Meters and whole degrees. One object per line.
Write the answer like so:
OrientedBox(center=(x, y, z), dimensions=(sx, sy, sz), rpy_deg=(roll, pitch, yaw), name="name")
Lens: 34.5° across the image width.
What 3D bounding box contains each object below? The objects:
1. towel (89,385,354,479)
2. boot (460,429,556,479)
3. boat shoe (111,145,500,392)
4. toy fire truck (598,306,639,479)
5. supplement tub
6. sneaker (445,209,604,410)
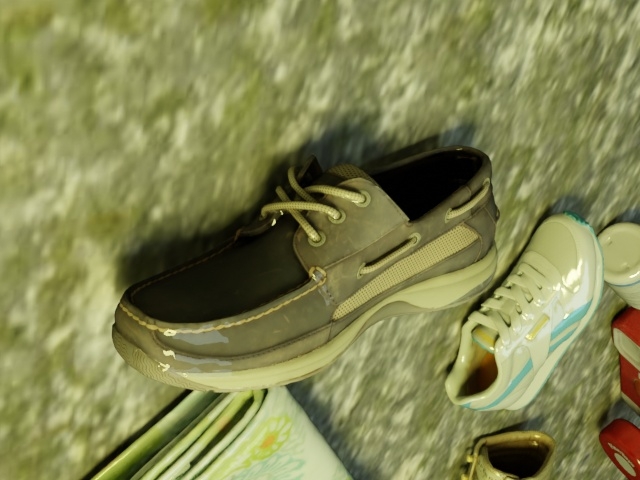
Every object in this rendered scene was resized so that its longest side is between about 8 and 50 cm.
OrientedBox(center=(-0.102, 0.299, 0.923), dimensions=(0.320, 0.090, 0.374), rpy_deg=(-40, 140, -9), name="towel")
OrientedBox(center=(0.163, 0.336, 1.187), dimensions=(0.262, 0.095, 0.203), rpy_deg=(-16, 131, -35), name="boot")
OrientedBox(center=(0.000, 0.000, 0.764), dimensions=(0.355, 0.132, 0.130), rpy_deg=(-20, 123, -42), name="boat shoe")
OrientedBox(center=(0.468, 0.236, 1.230), dimensions=(0.169, 0.302, 0.254), rpy_deg=(-37, 143, -7), name="toy fire truck")
OrientedBox(center=(0.344, 0.029, 1.124), dimensions=(0.071, 0.071, 0.107), rpy_deg=(-51, 141, 3), name="supplement tub")
OrientedBox(center=(0.202, 0.076, 1.023), dimensions=(0.092, 0.087, 0.229), rpy_deg=(2, 118, -41), name="sneaker")
